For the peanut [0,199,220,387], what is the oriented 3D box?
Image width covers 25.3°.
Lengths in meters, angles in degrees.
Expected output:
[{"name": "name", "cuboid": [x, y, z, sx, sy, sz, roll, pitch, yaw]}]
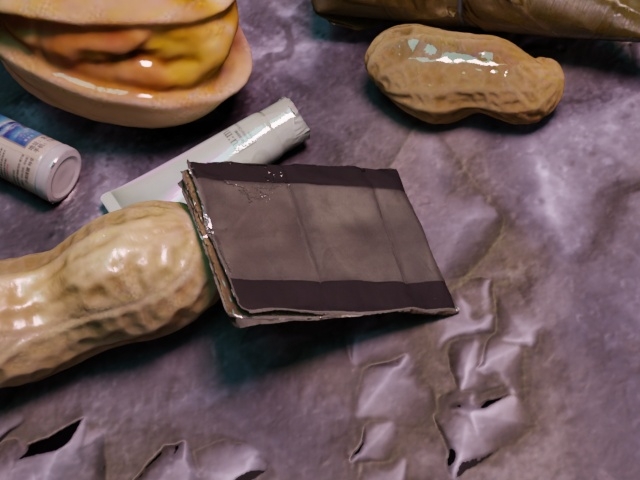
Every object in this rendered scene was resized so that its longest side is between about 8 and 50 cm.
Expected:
[{"name": "peanut", "cuboid": [-0.218, 0.050, 1.241, 0.298, 0.136, 0.120, -21, 70, -9]}]

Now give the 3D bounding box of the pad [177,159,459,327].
[{"name": "pad", "cuboid": [0.000, 0.000, 1.262, 0.233, 0.022, 0.174, 0, 52, -30]}]

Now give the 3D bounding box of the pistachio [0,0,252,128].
[{"name": "pistachio", "cuboid": [-0.211, -0.234, 1.371, 0.309, 0.230, 0.230, 20, 62, 22]}]

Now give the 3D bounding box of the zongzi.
[{"name": "zongzi", "cuboid": [0.199, -0.337, 1.431, 0.360, 0.160, 0.323, 12, 61, 13]}]

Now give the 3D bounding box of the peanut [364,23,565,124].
[{"name": "peanut", "cuboid": [0.136, -0.157, 1.368, 0.194, 0.083, 0.093, 14, 70, 10]}]

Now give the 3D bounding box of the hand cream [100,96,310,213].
[{"name": "hand cream", "cuboid": [-0.107, -0.067, 1.358, 0.205, 0.050, 0.078, -32, 60, -10]}]

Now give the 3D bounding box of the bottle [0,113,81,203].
[{"name": "bottle", "cuboid": [-0.336, -0.103, 1.392, 0.217, 0.060, 0.060, 24, 63, 18]}]
